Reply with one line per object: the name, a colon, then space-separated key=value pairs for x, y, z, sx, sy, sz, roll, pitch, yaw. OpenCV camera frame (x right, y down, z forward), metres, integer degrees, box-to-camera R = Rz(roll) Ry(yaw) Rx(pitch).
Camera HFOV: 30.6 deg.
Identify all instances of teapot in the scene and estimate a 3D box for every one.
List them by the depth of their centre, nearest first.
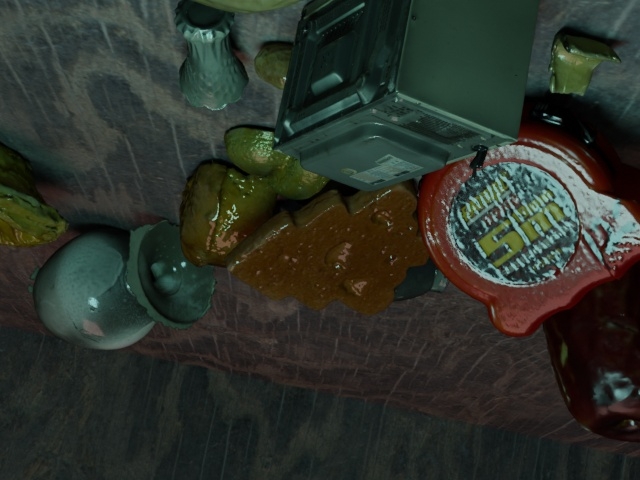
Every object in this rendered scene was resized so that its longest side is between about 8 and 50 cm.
teapot: x=0.139 y=0.027 z=1.844 sx=0.146 sy=0.148 sz=0.116 roll=3 pitch=-158 yaw=-13

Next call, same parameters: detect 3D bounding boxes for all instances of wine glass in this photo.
wine glass: x=-0.365 y=0.082 z=2.122 sx=0.323 sy=0.238 sz=0.238 roll=-17 pitch=148 yaw=39

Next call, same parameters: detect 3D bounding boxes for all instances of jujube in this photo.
jujube: x=0.381 y=0.084 z=1.450 sx=0.223 sy=0.318 sz=0.223 roll=5 pitch=150 yaw=3

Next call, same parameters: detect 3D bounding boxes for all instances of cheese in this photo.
cheese: x=0.256 y=-0.177 z=1.169 sx=0.060 sy=0.041 sz=0.084 roll=7 pitch=153 yaw=-9

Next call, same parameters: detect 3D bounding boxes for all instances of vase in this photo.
vase: x=-0.121 y=-0.209 z=1.266 sx=0.081 sy=0.081 sz=0.148 roll=11 pitch=160 yaw=3

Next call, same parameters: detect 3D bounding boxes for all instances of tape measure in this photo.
tape measure: x=0.241 y=-0.036 z=1.321 sx=0.253 sy=0.114 sz=0.260 roll=-39 pitch=93 yaw=31

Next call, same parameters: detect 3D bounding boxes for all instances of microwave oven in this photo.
microwave oven: x=0.071 y=-0.156 z=1.109 sx=0.145 sy=0.194 sz=0.240 roll=21 pitch=163 yaw=-25

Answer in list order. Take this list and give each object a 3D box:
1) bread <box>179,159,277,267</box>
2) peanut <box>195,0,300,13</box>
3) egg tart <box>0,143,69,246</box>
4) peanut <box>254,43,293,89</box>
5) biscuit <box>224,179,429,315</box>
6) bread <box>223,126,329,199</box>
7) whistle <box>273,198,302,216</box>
bread: x=-0.141 y=-0.028 z=1.778 sx=0.143 sy=0.139 sz=0.229 roll=7 pitch=165 yaw=-10
peanut: x=-0.111 y=-0.269 z=1.020 sx=0.275 sy=0.111 sz=0.125 roll=8 pitch=148 yaw=1
egg tart: x=-0.567 y=-0.088 z=1.862 sx=0.341 sy=0.132 sz=0.341 roll=12 pitch=163 yaw=4
peanut: x=-0.022 y=-0.191 z=1.294 sx=0.113 sy=0.053 sz=0.054 roll=8 pitch=163 yaw=25
biscuit: x=0.013 y=0.011 z=1.668 sx=0.306 sy=0.043 sz=0.284 roll=-5 pitch=138 yaw=-17
bread: x=-0.052 y=-0.106 z=1.576 sx=0.149 sy=0.065 sz=0.188 roll=28 pitch=160 yaw=-29
whistle: x=0.000 y=0.000 z=1.811 sx=0.180 sy=0.093 sz=0.269 roll=44 pitch=157 yaw=1
